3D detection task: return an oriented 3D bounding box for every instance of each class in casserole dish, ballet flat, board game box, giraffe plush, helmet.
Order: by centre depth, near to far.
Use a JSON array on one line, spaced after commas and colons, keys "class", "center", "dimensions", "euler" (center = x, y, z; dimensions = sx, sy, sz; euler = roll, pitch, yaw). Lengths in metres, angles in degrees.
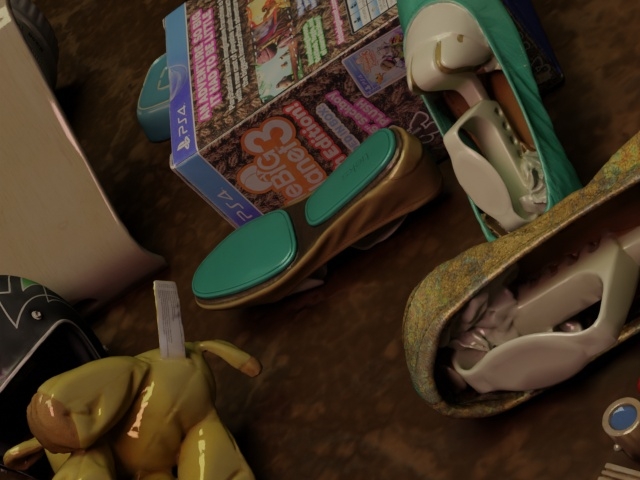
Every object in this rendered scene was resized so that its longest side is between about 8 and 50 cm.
[{"class": "ballet flat", "center": [0.194, 0.011, 0.921], "dimensions": [0.348, 0.123, 0.123], "euler": [-33, 36, 26]}, {"class": "ballet flat", "center": [0.109, -0.095, 1.034], "dimensions": [0.083, 0.087, 0.247], "euler": [-34, 76, 34]}, {"class": "giraffe plush", "center": [-0.153, 0.155, 1.122], "dimensions": [0.170, 0.181, 0.210], "euler": [-36, 40, 52]}, {"class": "ballet flat", "center": [0.000, 0.000, 1.181], "dimensions": [0.232, 0.073, 0.080], "euler": [-35, 40, 26]}, {"class": "board game box", "center": [0.024, -0.162, 1.257], "dimensions": [0.291, 0.141, 0.232], "euler": [-32, 37, 18]}, {"class": "helmet", "center": [-0.269, 0.108, 1.266], "dimensions": [0.169, 0.161, 0.169], "euler": [-27, 39, 24]}, {"class": "casserole dish", "center": [-0.117, -0.167, 1.502], "dimensions": [0.188, 0.037, 0.114], "euler": [-18, 43, 32]}]

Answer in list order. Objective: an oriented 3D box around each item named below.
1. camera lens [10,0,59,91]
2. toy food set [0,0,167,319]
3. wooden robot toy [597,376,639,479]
[{"class": "camera lens", "center": [-0.415, -0.130, 1.610], "dimensions": [0.219, 0.219, 0.274], "euler": [-18, 42, 33]}, {"class": "toy food set", "center": [-0.298, -0.057, 1.395], "dimensions": [0.219, 0.306, 0.092], "euler": [-30, -5, 19]}, {"class": "wooden robot toy", "center": [0.205, 0.081, 0.876], "dimensions": [0.173, 0.079, 0.076], "euler": [-48, 35, -5]}]
